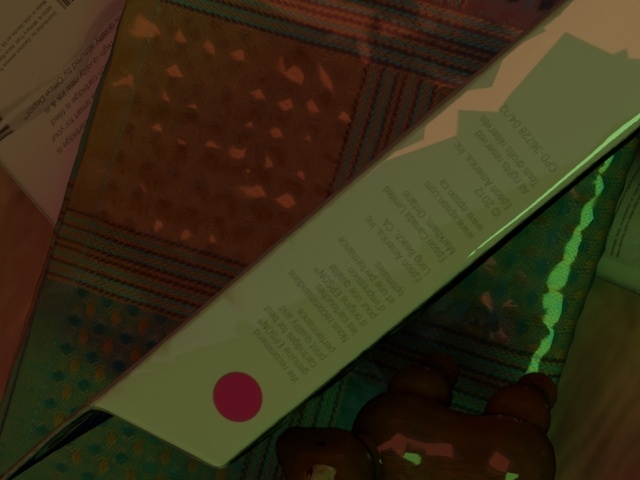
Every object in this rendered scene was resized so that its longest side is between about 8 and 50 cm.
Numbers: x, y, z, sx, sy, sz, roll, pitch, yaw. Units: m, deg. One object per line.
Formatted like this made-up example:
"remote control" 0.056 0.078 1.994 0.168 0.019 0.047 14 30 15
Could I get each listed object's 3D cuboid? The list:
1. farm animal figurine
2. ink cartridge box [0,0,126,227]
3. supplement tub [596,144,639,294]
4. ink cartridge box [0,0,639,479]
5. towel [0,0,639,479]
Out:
"farm animal figurine" 0.035 0.235 0.761 0.327 0.172 0.330 36 117 8
"ink cartridge box" -0.123 -0.091 0.976 0.139 0.082 0.190 -45 70 5
"supplement tub" 0.151 -0.014 0.869 0.107 0.071 0.071 24 87 22
"ink cartridge box" 0.037 -0.004 0.739 0.371 0.176 0.069 -38 87 16
"towel" 0.000 0.000 0.862 0.271 0.040 0.370 20 101 11
